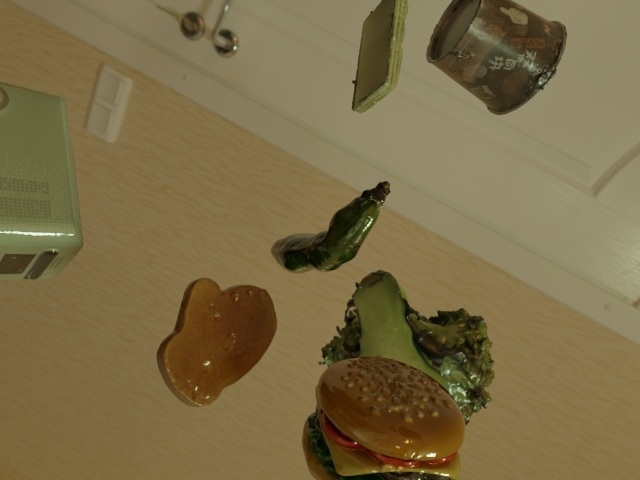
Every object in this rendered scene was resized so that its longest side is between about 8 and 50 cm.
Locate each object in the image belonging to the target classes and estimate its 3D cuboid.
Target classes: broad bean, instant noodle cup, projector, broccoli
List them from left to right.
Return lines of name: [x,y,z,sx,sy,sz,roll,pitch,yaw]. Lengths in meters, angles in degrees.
projector: [-0.392,-0.078,0.477,0.163,0.242,0.177,-32,159,37]
broad bean: [-0.002,0.005,0.393,0.195,0.046,0.061,-30,-152,55]
broccoli: [0.131,0.150,0.644,0.243,0.273,0.180,-15,-171,24]
instant noodle cup: [0.360,-0.411,0.891,0.217,0.207,0.217,-55,-158,35]

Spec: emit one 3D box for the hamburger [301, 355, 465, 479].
hamburger: [0.060,0.187,0.417,0.162,0.162,0.115,-43,145,-75]

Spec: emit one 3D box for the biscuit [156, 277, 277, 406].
biscuit: [-0.107,0.094,0.440,0.023,0.118,0.140,-8,-163,47]

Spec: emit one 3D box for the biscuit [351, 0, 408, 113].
biscuit: [0.106,-0.340,0.757,0.121,0.041,0.199,-16,-118,62]
